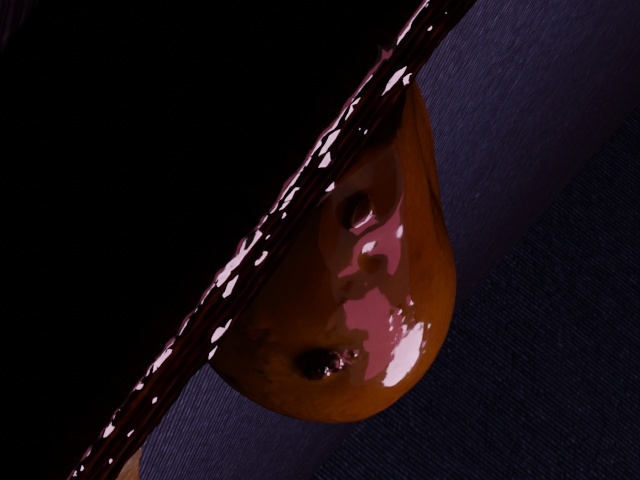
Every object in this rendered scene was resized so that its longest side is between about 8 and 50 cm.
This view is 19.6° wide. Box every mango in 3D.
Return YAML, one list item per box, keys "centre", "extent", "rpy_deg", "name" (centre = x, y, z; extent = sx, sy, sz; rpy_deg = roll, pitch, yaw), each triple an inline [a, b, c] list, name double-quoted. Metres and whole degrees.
- centre: [0.000, 0.000, 0.936]
  extent: [0.136, 0.166, 0.236]
  rpy_deg: [-11, -156, 11]
  name: "mango"

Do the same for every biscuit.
- centre: [-0.023, -0.074, 0.628]
  extent: [0.388, 0.107, 0.073]
  rpy_deg: [-53, 171, 9]
  name: "biscuit"

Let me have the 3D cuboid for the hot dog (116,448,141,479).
- centre: [-0.134, 0.121, 0.933]
  extent: [0.073, 0.084, 0.242]
  rpy_deg: [-47, 169, -24]
  name: "hot dog"
